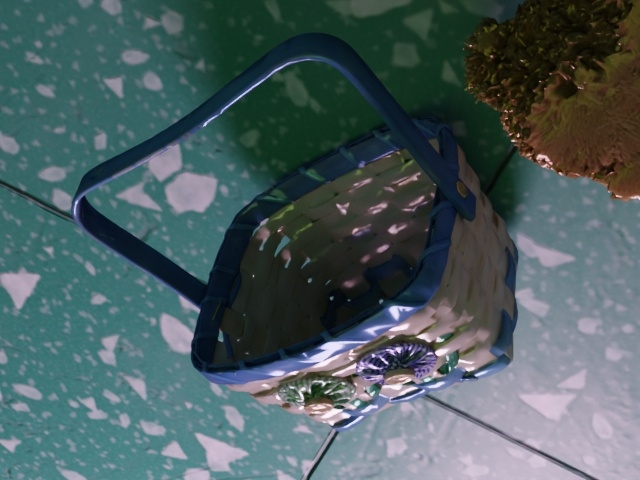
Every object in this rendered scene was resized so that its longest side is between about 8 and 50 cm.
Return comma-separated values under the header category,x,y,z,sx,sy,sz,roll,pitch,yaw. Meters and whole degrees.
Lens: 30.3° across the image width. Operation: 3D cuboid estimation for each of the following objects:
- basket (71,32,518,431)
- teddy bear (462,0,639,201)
category,x,y,z,sx,sy,sz,roll,pitch,yaw
basket,0.000,0.000,0.856,0.255,0.201,0.289,-28,122,35
teddy bear,0.224,-0.192,0.709,0.245,0.113,0.337,10,121,4
